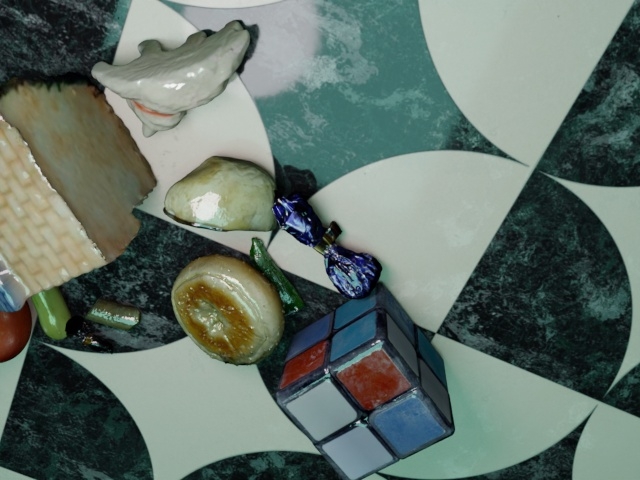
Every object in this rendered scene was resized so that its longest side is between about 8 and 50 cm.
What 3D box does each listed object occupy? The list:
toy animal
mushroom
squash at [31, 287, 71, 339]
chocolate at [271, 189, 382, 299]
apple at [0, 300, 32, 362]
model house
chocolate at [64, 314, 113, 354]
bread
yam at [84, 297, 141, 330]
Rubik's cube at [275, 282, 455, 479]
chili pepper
[{"bbox_3d":[-0.294,-0.352,1.486,0.308,0.266,0.188,-38,129,-26],"label":"toy animal"},{"bbox_3d":[-0.223,-0.112,1.558,0.267,0.189,0.163,13,99,0],"label":"mushroom"},{"bbox_3d":[-0.727,0.151,1.763,0.083,0.083,0.250,-14,110,10],"label":"squash"},{"bbox_3d":[-0.001,-0.003,1.614,0.343,0.148,0.126,44,140,-21],"label":"chocolate"},{"bbox_3d":[-0.876,0.212,1.707,0.261,0.260,0.216,0,90,4],"label":"apple"},{"bbox_3d":[-0.644,-0.107,1.448,0.400,0.445,0.395,-27,110,15],"label":"model house"},{"bbox_3d":[-0.624,0.265,1.799,0.072,0.070,0.147,22,149,40],"label":"chocolate"},{"bbox_3d":[-0.224,0.168,1.674,0.306,0.159,0.305,10,119,19],"label":"bread"},{"bbox_3d":[-0.550,0.198,1.779,0.147,0.069,0.069,16,113,-4],"label":"yam"},{"bbox_3d":[0.114,0.346,1.660,0.316,0.318,0.313,-33,106,15],"label":"Rubik's cube"},{"bbox_3d":[-0.121,0.089,1.711,0.088,0.059,0.226,-23,105,8],"label":"chili pepper"}]
